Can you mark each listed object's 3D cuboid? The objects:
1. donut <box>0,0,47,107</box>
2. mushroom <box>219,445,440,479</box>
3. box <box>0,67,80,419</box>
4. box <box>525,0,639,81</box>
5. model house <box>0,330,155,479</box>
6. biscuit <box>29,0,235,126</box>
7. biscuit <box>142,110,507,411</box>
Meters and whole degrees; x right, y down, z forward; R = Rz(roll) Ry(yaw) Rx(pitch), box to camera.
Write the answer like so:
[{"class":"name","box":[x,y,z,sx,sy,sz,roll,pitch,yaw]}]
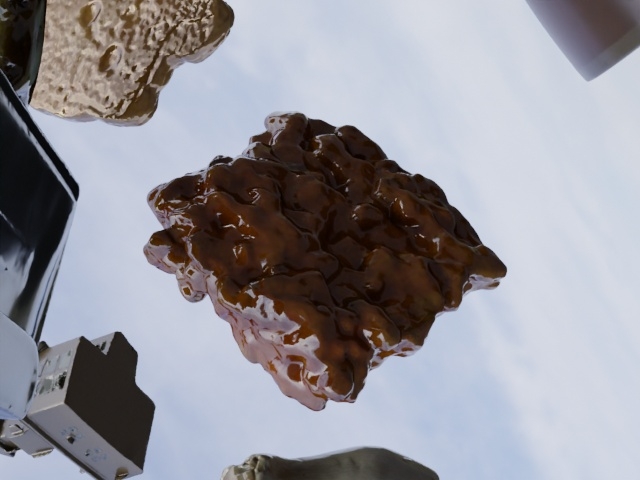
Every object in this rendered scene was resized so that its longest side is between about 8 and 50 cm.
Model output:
[{"class":"donut","box":[-0.388,-0.207,1.004,0.159,0.330,0.330,24,-156,6]},{"class":"mushroom","box":[0.011,0.251,1.054,0.225,0.093,0.116,17,-167,-17]},{"class":"box","box":[-0.346,-0.020,0.710,0.345,0.251,0.205,85,-167,-71]},{"class":"box","box":[0.324,-0.338,1.042,0.216,0.301,0.301,51,-157,0]},{"class":"model house","box":[-0.367,0.226,1.378,0.181,0.248,0.176,53,-151,-36]},{"class":"biscuit","box":[-0.260,-0.271,1.271,0.051,0.375,0.269,25,-102,-59]},{"class":"biscuit","box":[0.000,0.000,1.048,0.318,0.111,0.312,40,-136,18]}]
